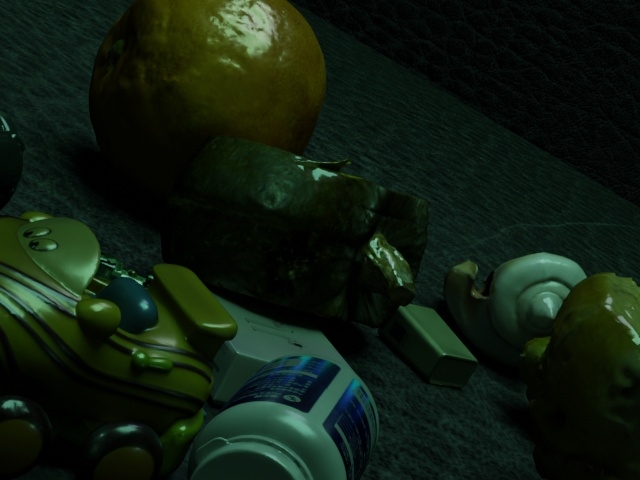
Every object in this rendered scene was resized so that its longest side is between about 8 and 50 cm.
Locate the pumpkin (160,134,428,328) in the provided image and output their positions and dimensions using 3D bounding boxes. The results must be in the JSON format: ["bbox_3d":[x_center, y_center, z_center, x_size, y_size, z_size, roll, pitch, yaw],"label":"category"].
[{"bbox_3d":[0.000,0.000,1.403,0.222,0.139,0.317,17,-3,23],"label":"pumpkin"}]

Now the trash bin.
[{"bbox_3d":[0.110,0.106,1.526,0.061,0.043,0.092,14,21,-40],"label":"trash bin"}]

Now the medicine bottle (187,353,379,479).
[{"bbox_3d":[-0.027,0.148,1.019,0.107,0.107,0.191,29,15,6],"label":"medicine bottle"}]

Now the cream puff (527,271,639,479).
[{"bbox_3d":[0.310,0.189,1.226,0.343,0.231,0.327,27,18,-15],"label":"cream puff"}]

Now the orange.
[{"bbox_3d":[-0.116,-0.153,1.588,0.261,0.261,0.261,25,15,-7],"label":"orange"}]

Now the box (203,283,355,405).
[{"bbox_3d":[-0.049,0.096,1.263,0.129,0.051,0.130,18,18,-32],"label":"box"}]

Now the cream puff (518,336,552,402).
[{"bbox_3d":[0.264,0.161,1.503,0.146,0.116,0.146,9,-4,1],"label":"cream puff"}]

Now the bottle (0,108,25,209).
[{"bbox_3d":[-0.353,-0.067,1.111,0.144,0.144,0.336,33,15,21],"label":"bottle"}]

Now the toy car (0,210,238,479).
[{"bbox_3d":[-0.176,0.057,0.995,0.248,0.142,0.200,18,17,-38],"label":"toy car"}]

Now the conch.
[{"bbox_3d":[0.215,0.083,1.699,0.158,0.127,0.255,-4,-4,-5],"label":"conch"}]

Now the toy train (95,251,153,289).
[{"bbox_3d":[-0.163,0.044,1.238,0.083,0.053,0.033,22,15,-13],"label":"toy train"}]
